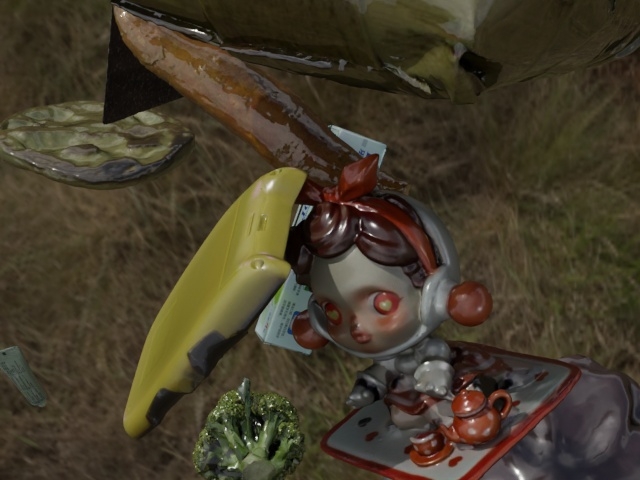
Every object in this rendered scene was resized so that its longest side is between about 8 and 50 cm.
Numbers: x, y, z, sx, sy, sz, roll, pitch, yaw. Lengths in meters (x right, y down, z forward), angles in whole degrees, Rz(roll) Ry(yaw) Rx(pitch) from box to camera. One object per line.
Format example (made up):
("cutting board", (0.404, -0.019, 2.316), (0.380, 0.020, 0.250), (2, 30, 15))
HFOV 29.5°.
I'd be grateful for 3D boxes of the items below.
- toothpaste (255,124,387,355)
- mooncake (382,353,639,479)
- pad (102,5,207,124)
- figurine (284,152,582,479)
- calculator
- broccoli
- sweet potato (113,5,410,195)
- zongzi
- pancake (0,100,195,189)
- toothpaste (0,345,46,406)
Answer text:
("toothpaste", (0.000, 0.000, 1.811), (0.081, 0.067, 0.337), (18, 96, -20))
("mooncake", (0.282, 0.323, 1.499), (0.350, 0.212, 0.381), (-36, 69, -14))
("pad", (-0.171, -0.311, 1.435), (0.004, 0.330, 0.220), (26, 31, 26))
("figurine", (0.055, 0.041, 0.922), (0.160, 0.226, 0.183), (-37, 22, -27))
("calculator", (-0.089, 0.051, 0.906), (0.033, 0.236, 0.157), (28, 37, -17))
("broccoli", (-0.077, 0.229, 1.352), (0.131, 0.130, 0.120), (-42, 23, 8))
("sweet potato", (-0.057, -0.120, 1.073), (0.314, 0.072, 0.066), (38, 116, 4))
("zongzi", (0.001, -0.231, 0.942), (0.500, 0.467, 0.218), (19, 96, 23))
("pancake", (-0.329, -0.147, 1.806), (0.294, 0.049, 0.294), (3, 26, -1))
("toothpaste", (-0.482, 0.223, 1.971), (0.048, 0.197, 0.029), (-17, 56, -2))
